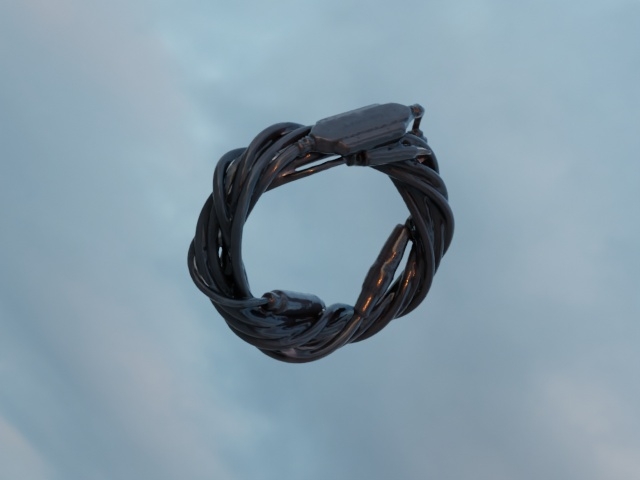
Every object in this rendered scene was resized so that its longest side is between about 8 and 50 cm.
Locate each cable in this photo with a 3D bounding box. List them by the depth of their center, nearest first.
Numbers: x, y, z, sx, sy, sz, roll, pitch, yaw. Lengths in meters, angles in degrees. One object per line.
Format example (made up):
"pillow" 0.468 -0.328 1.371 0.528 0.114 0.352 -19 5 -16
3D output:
"cable" 0.000 0.000 0.750 0.047 0.184 0.151 28 -49 46
